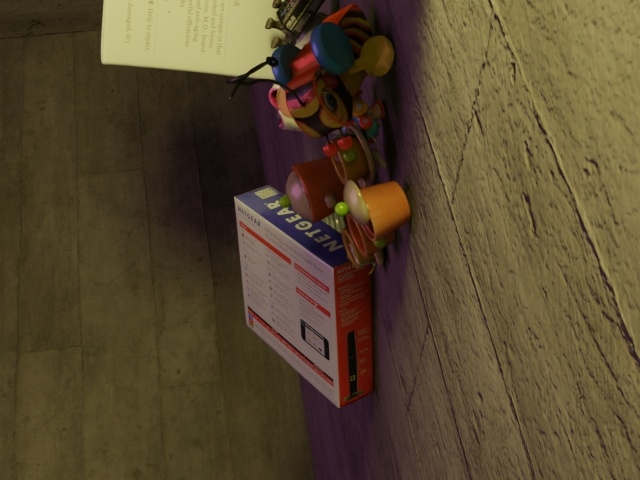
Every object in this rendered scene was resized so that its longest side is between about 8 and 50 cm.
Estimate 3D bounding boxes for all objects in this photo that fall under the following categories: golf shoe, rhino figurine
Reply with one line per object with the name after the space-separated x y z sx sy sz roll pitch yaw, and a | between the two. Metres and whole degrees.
-0.025 -0.295 1.630 0.306 0.140 0.115 -102 7 -45 | golf shoe
-0.037 -0.379 1.815 0.073 0.106 0.243 -55 29 28 | rhino figurine

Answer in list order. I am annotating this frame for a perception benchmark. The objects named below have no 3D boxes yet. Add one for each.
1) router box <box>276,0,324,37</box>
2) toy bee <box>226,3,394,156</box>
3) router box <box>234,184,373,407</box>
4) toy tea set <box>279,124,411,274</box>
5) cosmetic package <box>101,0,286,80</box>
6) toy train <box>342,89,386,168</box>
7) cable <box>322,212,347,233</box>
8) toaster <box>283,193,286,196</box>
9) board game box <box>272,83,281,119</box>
-0.024 -0.422 1.642 0.122 0.038 0.092 -52 24 19 | router box
-0.003 -0.200 1.280 0.195 0.298 0.162 -8 116 57 | toy bee
-0.033 0.098 1.758 0.335 0.082 0.301 36 137 46 | router box
0.023 -0.050 1.372 0.336 0.124 0.200 117 131 -78 | toy tea set
-0.259 -0.543 2.052 0.329 0.393 0.328 -116 31 -70 | cosmetic package
0.067 -0.174 1.395 0.125 0.046 0.166 62 175 -28 | toy train
0.000 0.000 1.900 0.257 0.089 0.257 -134 38 -79 | cable
-0.042 -0.009 2.162 0.168 0.110 0.186 107 156 -75 | toaster
-0.097 -0.477 2.391 0.193 0.053 0.306 146 118 -81 | board game box
